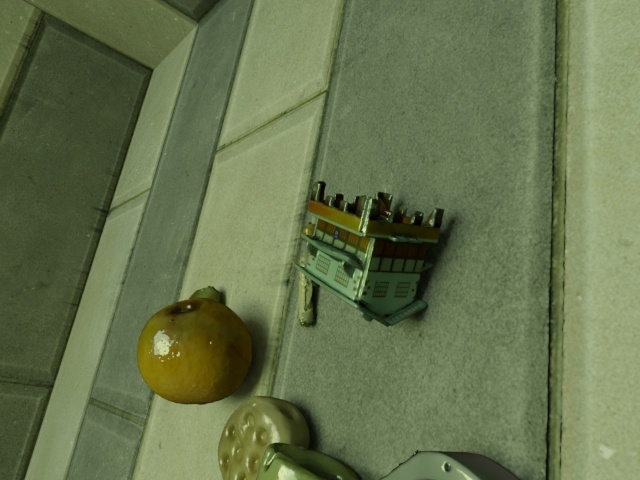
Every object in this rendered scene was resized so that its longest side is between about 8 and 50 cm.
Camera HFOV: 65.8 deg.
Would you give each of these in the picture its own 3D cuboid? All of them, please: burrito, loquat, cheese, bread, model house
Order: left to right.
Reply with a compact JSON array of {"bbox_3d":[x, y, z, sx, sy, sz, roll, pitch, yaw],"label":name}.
[{"bbox_3d":[-0.301,0.277,1.226,0.275,0.275,0.274,-29,50,42],"label":"loquat"},{"bbox_3d":[-0.340,0.244,1.445,0.128,0.088,0.232,-44,46,41],"label":"bread"},{"bbox_3d":[-0.118,0.436,1.017,0.235,0.117,0.217,-26,54,46],"label":"cheese"},{"bbox_3d":[-0.031,0.112,1.146,0.045,0.041,0.185,137,139,-57],"label":"burrito"},{"bbox_3d":[0.081,0.017,0.915,0.224,0.198,0.215,26,105,54],"label":"model house"}]

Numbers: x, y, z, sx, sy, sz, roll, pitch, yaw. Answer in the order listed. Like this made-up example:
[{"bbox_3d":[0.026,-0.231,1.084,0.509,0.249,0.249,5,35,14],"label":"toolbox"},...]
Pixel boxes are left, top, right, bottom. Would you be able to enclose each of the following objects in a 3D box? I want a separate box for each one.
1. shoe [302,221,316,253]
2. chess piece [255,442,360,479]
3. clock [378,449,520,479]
[{"bbox_3d":[0.004,0.000,1.138,0.109,0.072,0.069,-128,28,-56],"label":"shoe"},{"bbox_3d":[-0.086,0.581,0.818,0.234,0.234,0.442,9,76,54],"label":"chess piece"},{"bbox_3d":[0.171,0.457,0.641,0.338,0.102,0.338,-28,51,42],"label":"clock"}]
